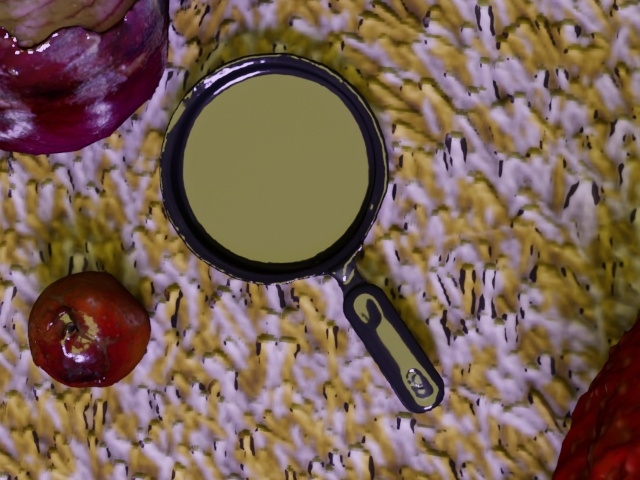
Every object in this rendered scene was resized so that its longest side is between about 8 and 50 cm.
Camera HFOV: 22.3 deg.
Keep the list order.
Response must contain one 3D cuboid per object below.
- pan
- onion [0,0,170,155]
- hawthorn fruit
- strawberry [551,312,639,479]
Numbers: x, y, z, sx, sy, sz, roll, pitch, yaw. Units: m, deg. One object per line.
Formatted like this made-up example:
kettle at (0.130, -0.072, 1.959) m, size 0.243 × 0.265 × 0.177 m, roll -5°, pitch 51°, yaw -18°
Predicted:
pan at (0.000, 0.000, 0.947) m, size 0.136 × 0.028 × 0.235 m, roll -34°, pitch 84°, yaw 8°
onion at (-0.166, -0.155, 0.920) m, size 0.195 × 0.140 × 0.218 m, roll 19°, pitch 55°, yaw 9°
hawthorn fruit at (-0.137, 0.054, 0.945) m, size 0.077 × 0.077 × 0.077 m, roll 0°, pitch 92°, yaw 7°
strawberry at (0.214, 0.157, 0.799) m, size 0.238 × 0.250 × 0.288 m, roll 5°, pitch 60°, yaw -24°
